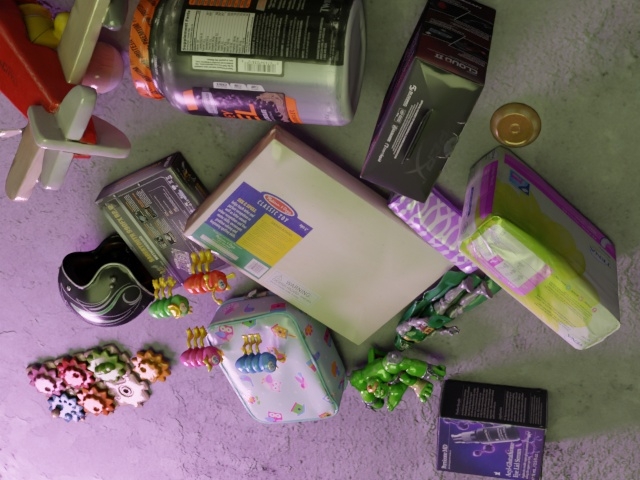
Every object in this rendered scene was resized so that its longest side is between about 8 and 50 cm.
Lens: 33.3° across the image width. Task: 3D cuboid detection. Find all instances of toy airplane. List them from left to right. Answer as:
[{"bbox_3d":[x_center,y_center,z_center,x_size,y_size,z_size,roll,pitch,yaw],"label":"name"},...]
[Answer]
[{"bbox_3d":[-0.411,-0.261,1.709,0.386,0.272,0.384,-3,97,39],"label":"toy airplane"}]

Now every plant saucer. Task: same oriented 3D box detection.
[{"bbox_3d":[0.318,-0.184,1.746,0.083,0.015,0.083,6,126,9],"label":"plant saucer"}]

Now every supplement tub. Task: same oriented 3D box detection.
[{"bbox_3d":[-0.108,-0.290,1.656,0.338,0.207,0.207,6,126,10],"label":"supplement tub"}]

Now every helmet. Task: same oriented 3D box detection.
[{"bbox_3d":[-0.405,0.083,2.018,0.161,0.169,0.169,-29,115,11],"label":"helmet"}]

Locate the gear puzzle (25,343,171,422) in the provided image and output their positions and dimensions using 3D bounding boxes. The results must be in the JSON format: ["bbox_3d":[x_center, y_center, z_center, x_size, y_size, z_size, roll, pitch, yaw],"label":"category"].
[{"bbox_3d":[-0.457,0.306,2.258,0.339,0.044,0.175,-16,119,23],"label":"gear puzzle"}]

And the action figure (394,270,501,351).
[{"bbox_3d":[0.212,0.139,1.964,0.137,0.063,0.232,19,137,-31],"label":"action figure"}]

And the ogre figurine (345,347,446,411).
[{"bbox_3d":[0.134,0.267,2.063,0.118,0.097,0.197,32,156,-26],"label":"ogre figurine"}]

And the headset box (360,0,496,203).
[{"bbox_3d":[0.161,-0.214,1.590,0.110,0.293,0.218,22,127,-3],"label":"headset box"}]

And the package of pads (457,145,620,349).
[{"bbox_3d":[0.361,0.014,1.742,0.296,0.229,0.101,38,124,-15],"label":"package of pads"}]

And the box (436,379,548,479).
[{"bbox_3d":[0.331,0.369,2.074,0.207,0.108,0.153,4,126,10],"label":"box"}]

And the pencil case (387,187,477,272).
[{"bbox_3d":[0.211,-0.032,1.834,0.206,0.086,0.088,37,126,-13],"label":"pencil case"}]

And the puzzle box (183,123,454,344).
[{"bbox_3d":[0.000,0.000,1.889,0.409,0.052,0.272,34,124,-21],"label":"puzzle box"}]

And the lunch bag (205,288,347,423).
[{"bbox_3d":[-0.088,0.222,2.071,0.224,0.108,0.279,-11,119,27],"label":"lunch bag"}]

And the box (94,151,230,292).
[{"bbox_3d":[-0.273,-0.029,1.971,0.183,0.056,0.231,-22,117,26],"label":"box"}]

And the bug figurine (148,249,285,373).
[{"bbox_3d":[-0.198,0.157,1.945,0.216,0.072,0.279,-13,119,33],"label":"bug figurine"}]
